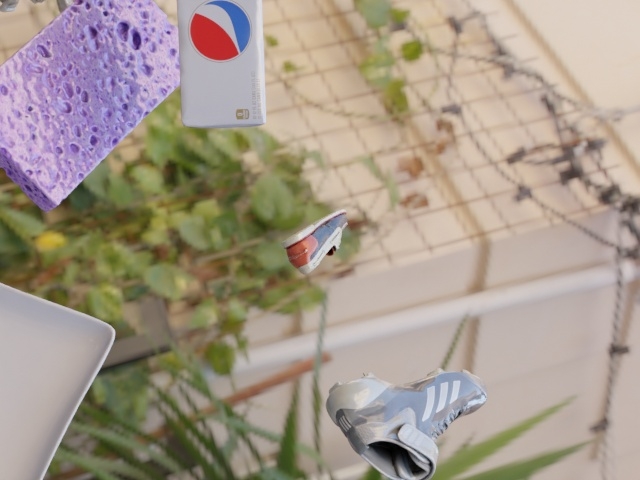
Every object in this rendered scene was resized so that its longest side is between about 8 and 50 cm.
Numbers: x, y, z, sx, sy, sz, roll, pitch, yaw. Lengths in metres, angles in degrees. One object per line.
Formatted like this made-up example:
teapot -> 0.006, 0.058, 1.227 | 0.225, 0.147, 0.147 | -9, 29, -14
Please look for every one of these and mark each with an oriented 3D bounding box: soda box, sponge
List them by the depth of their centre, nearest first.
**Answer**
soda box -> -0.081, -0.198, 1.090 | 0.074, 0.069, 0.216 | -128, -145, -84
sponge -> -0.206, -0.134, 1.180 | 0.117, 0.210, 0.031 | 49, -32, -14

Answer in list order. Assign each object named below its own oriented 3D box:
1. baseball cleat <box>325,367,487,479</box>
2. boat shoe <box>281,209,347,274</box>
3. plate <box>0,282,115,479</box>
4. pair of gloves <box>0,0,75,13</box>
baseball cleat -> 0.092, 0.172, 1.252 | 0.072, 0.205, 0.109 | -51, -126, 34
boat shoe -> 0.000, 0.000, 1.523 | 0.043, 0.049, 0.137 | 59, 27, -2
plate -> -0.415, 0.183, 1.609 | 0.045, 0.278, 0.277 | 77, 35, -68
pair of gloves -> -0.348, -0.314, 1.757 | 0.240, 0.042, 0.204 | 52, -38, -9
